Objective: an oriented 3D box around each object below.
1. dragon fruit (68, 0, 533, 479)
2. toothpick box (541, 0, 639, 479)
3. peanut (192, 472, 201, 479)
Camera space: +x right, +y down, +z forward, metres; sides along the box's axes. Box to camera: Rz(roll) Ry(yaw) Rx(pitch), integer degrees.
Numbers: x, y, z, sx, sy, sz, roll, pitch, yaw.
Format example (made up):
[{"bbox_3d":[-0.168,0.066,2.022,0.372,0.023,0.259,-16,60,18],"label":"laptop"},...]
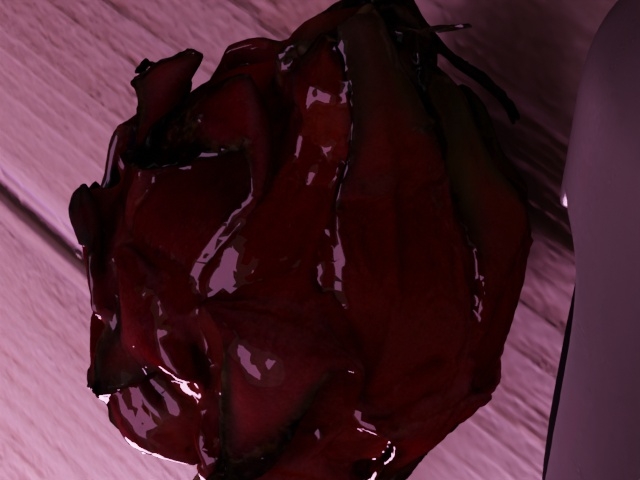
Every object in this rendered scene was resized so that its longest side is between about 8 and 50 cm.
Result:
[{"bbox_3d":[0.000,0.000,0.886,0.233,0.234,0.293,55,148,19],"label":"dragon fruit"},{"bbox_3d":[0.189,0.033,0.668,0.229,0.229,0.316,31,127,41],"label":"toothpick box"},{"bbox_3d":[-0.054,0.193,1.166,0.093,0.083,0.194,52,141,24],"label":"peanut"}]
